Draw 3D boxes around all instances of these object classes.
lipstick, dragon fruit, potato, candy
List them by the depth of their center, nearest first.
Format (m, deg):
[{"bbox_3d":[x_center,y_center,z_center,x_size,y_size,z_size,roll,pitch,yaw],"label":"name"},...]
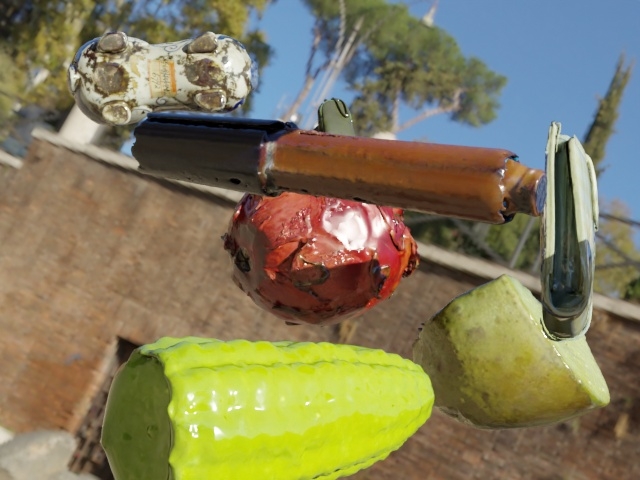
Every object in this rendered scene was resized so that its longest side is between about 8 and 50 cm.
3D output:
[{"bbox_3d":[-0.017,0.098,0.585,0.209,0.096,0.097,0,7,-37],"label":"candy"},{"bbox_3d":[0.005,-0.071,0.975,0.418,0.077,0.077,9,-18,25],"label":"lipstick"},{"bbox_3d":[0.000,0.000,1.689,0.302,0.295,0.295,-8,10,-33],"label":"dragon fruit"},{"bbox_3d":[0.314,0.249,1.787,0.330,0.280,0.212,35,29,-45],"label":"potato"}]

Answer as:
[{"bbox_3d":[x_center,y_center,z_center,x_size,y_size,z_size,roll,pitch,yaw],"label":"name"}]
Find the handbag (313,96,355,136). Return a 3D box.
[{"bbox_3d":[0.022,-0.168,1.538,0.072,0.111,0.047,9,-31,-28],"label":"handbag"}]

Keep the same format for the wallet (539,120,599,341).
[{"bbox_3d":[0.293,0.002,1.229,0.077,0.223,0.309,3,-11,13],"label":"wallet"}]

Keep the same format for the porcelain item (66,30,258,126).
[{"bbox_3d":[-0.241,-0.254,1.587,0.288,0.138,0.186,-6,9,-5],"label":"porcelain item"}]
